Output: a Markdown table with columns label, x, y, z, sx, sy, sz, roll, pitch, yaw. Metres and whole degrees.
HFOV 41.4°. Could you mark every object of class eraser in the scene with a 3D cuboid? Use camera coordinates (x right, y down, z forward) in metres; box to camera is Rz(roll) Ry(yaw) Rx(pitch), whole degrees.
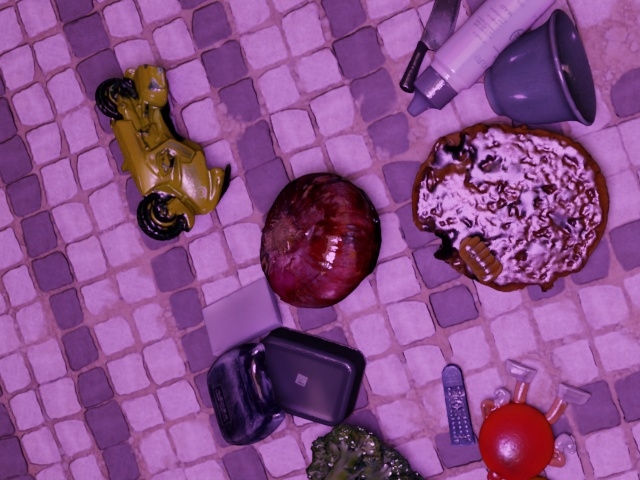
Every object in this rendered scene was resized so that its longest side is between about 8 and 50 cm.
| label | x | y | z | sx | sy | sz | roll | pitch | yaw |
| --- | --- | --- | --- | --- | --- | --- | --- | --- | --- |
| eraser | -0.152 | 0.145 | 1.618 | 0.150 | 0.023 | 0.103 | -27 | 60 | 15 |

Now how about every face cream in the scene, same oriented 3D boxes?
| label | x | y | z | sx | sy | sz | roll | pitch | yaw |
| --- | --- | --- | --- | --- | --- | --- | --- | --- | --- |
| face cream | 0.266 | -0.333 | 1.474 | 0.311 | 0.092 | 0.092 | -45 | 83 | 11 |

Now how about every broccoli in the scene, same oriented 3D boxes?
| label | x | y | z | sx | sy | sz | roll | pitch | yaw |
| --- | --- | --- | --- | --- | --- | --- | --- | --- | --- |
| broccoli | 0.063 | 0.478 | 1.505 | 0.265 | 0.245 | 0.294 | -25 | 63 | 32 |

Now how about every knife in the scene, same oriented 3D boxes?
| label | x | y | z | sx | sy | sz | roll | pitch | yaw |
| --- | --- | --- | --- | --- | --- | --- | --- | --- | --- |
| knife | 0.209 | -0.371 | 1.524 | 0.060 | 0.028 | 0.230 | 22 | 95 | -1 |

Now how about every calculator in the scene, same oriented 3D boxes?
| label | x | y | z | sx | sy | sz | roll | pitch | yaw |
| --- | --- | --- | --- | --- | --- | --- | --- | --- | --- |
| calculator | -0.148 | 0.289 | 1.564 | 0.040 | 0.268 | 0.177 | -11 | 73 | -29 |

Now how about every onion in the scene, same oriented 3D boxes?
| label | x | y | z | sx | sy | sz | roll | pitch | yaw |
| --- | --- | --- | --- | --- | --- | --- | --- | --- | --- |
| onion | 0.000 | 0.000 | 1.508 | 0.246 | 0.190 | 0.246 | -12 | 71 | 40 |

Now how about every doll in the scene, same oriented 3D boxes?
| label | x | y | z | sx | sy | sz | roll | pitch | yaw |
| --- | --- | --- | --- | --- | --- | --- | --- | --- | --- |
| doll | 0.364 | 0.339 | 1.500 | 0.183 | 0.085 | 0.217 | 24 | 81 | 9 |

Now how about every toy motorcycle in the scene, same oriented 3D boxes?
| label | x | y | z | sx | sy | sz | roll | pitch | yaw |
| --- | --- | --- | --- | --- | --- | --- | --- | --- | --- |
| toy motorcycle | -0.285 | -0.169 | 1.581 | 0.142 | 0.206 | 0.342 | -35 | 73 | 45 |

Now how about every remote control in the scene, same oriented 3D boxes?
| label | x | y | z | sx | sy | sz | roll | pitch | yaw |
| --- | --- | --- | --- | --- | --- | --- | --- | --- | --- |
| remote control | 0.251 | 0.301 | 1.551 | 0.044 | 0.027 | 0.152 | -8 | 93 | 8 |

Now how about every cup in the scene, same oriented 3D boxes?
| label | x | y | z | sx | sy | sz | roll | pitch | yaw |
| --- | --- | --- | --- | --- | --- | --- | --- | --- | --- |
| cup | 0.360 | -0.270 | 1.426 | 0.150 | 0.199 | 0.199 | -14 | 90 | 33 |

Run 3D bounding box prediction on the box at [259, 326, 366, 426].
| label | x | y | z | sx | sy | sz | roll | pitch | yaw |
| --- | --- | --- | --- | --- | --- | --- | --- | --- | --- |
| box | -0.027 | 0.256 | 1.583 | 0.201 | 0.090 | 0.144 | 17 | 98 | 12 |

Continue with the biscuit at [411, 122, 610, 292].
| label | x | y | z | sx | sy | sz | roll | pitch | yaw |
| --- | --- | --- | --- | --- | --- | --- | --- | --- | --- |
| biscuit | 0.327 | -0.059 | 1.482 | 0.334 | 0.081 | 0.289 | 18 | 102 | 11 |

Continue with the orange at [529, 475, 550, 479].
| label | x | y | z | sx | sy | sz | roll | pitch | yaw |
| --- | --- | --- | --- | --- | --- | --- | --- | --- | --- |
| orange | 0.387 | 0.459 | 1.504 | 0.083 | 0.070 | 0.083 | 5 | 107 | 16 |

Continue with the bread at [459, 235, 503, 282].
| label | x | y | z | sx | sy | sz | roll | pitch | yaw |
| --- | --- | --- | --- | --- | --- | --- | --- | --- | --- |
| bread | 0.273 | 0.031 | 1.449 | 0.049 | 0.034 | 0.088 | -36 | 88 | 8 |
